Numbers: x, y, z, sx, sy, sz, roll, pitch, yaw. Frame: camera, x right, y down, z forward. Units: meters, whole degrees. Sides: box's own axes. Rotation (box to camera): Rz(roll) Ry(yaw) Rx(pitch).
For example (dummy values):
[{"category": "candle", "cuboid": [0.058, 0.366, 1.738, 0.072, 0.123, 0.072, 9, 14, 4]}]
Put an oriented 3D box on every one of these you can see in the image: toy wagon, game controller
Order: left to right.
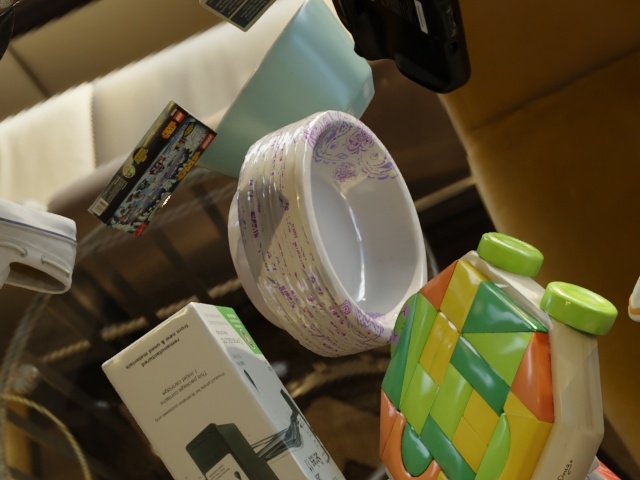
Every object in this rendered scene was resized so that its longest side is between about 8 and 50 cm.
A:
[{"category": "game controller", "cuboid": [0.064, -0.251, 1.067, 0.166, 0.319, 0.067, 28, 78, 21]}, {"category": "toy wagon", "cuboid": [0.120, 0.128, 0.950, 0.267, 0.068, 0.344, -70, 22, 14]}]

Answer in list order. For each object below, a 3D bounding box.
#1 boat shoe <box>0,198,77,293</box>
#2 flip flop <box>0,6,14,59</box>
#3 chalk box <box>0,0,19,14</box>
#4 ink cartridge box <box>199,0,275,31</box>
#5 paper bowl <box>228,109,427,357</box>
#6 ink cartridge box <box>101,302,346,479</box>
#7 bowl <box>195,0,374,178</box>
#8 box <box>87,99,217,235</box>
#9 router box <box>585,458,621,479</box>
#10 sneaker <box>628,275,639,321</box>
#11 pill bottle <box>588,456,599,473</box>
[{"category": "boat shoe", "cuboid": [-0.477, 0.030, 1.548, 0.135, 0.367, 0.157, -11, 77, 24]}, {"category": "flip flop", "cuboid": [-0.449, -0.325, 1.405, 0.080, 0.112, 0.277, 16, 107, 24]}, {"category": "chalk box", "cuboid": [-0.295, -0.192, 0.711, 0.213, 0.132, 0.132, -23, 66, 34]}, {"category": "ink cartridge box", "cuboid": [-0.063, -0.437, 1.557, 0.193, 0.088, 0.235, -33, 33, 49]}, {"category": "paper bowl", "cuboid": [0.000, 0.000, 1.332, 0.148, 0.284, 0.284, -20, 47, 28]}, {"category": "ink cartridge box", "cuboid": [-0.059, 0.157, 0.858, 0.086, 0.153, 0.208, -35, 82, 2]}, {"category": "bowl", "cuboid": [-0.034, -0.196, 1.651, 0.163, 0.311, 0.312, 34, 68, -5]}, {"category": "box", "cuboid": [-0.166, -0.070, 1.118, 0.027, 0.094, 0.137, 38, 93, 13]}, {"category": "router box", "cuboid": [0.301, 0.452, 1.692, 0.335, 0.082, 0.301, -57, 38, 7]}, {"category": "sneaker", "cuboid": [0.362, 0.093, 0.764, 0.321, 0.127, 0.126, 39, 37, 11]}, {"category": "pill bottle", "cuboid": [0.311, 0.325, 1.538, 0.137, 0.078, 0.078, -37, 47, -4]}]
